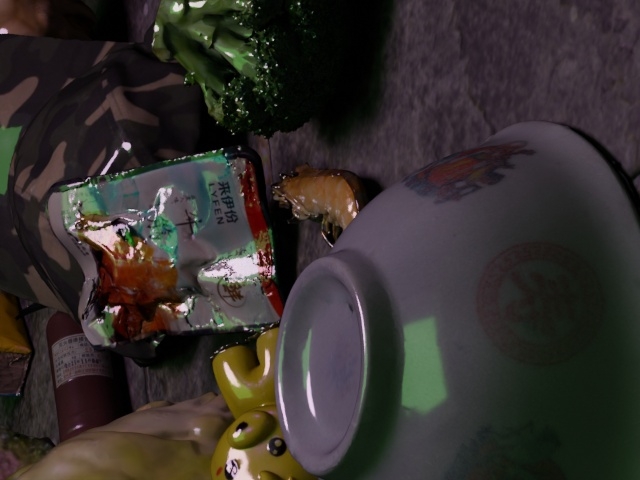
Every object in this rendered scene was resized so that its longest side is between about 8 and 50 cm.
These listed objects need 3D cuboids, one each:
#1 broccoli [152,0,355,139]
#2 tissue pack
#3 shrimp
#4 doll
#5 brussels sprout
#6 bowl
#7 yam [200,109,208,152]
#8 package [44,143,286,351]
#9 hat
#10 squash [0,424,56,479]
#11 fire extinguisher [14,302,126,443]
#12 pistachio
[{"bbox_3d":[-0.049,-0.173,1.628,0.195,0.156,0.195,10,-90,-82],"label":"broccoli"},{"bbox_3d":[-0.422,0.104,2.401,0.169,0.120,0.082,-115,37,-49],"label":"tissue pack"},{"bbox_3d":[0.001,0.000,1.623,0.178,0.034,0.124,10,101,63],"label":"shrimp"},{"bbox_3d":[-0.026,0.172,1.501,0.143,0.135,0.221,-25,44,13],"label":"doll"},{"bbox_3d":[-0.140,0.284,1.620,0.273,0.317,0.242,57,171,28],"label":"brussels sprout"},{"bbox_3d":[0.068,0.086,1.314,0.345,0.157,0.345,-176,90,-66],"label":"bowl"},{"bbox_3d":[-0.118,-0.072,1.906,0.014,0.014,0.107,-148,64,-62],"label":"yam"},{"bbox_3d":[-0.140,0.012,1.743,0.232,0.040,0.166,-7,98,31],"label":"package"},{"bbox_3d":[-0.278,-0.056,1.933,0.257,0.382,0.366,-32,-53,-77],"label":"hat"},{"bbox_3d":[-0.410,0.330,2.130,0.309,0.310,0.310,180,95,-67],"label":"squash"},{"bbox_3d":[-0.259,0.130,2.074,0.071,0.099,0.231,81,175,-55],"label":"fire extinguisher"},{"bbox_3d":[-0.304,-0.203,2.152,0.238,0.153,0.137,42,-130,-65],"label":"pistachio"}]
